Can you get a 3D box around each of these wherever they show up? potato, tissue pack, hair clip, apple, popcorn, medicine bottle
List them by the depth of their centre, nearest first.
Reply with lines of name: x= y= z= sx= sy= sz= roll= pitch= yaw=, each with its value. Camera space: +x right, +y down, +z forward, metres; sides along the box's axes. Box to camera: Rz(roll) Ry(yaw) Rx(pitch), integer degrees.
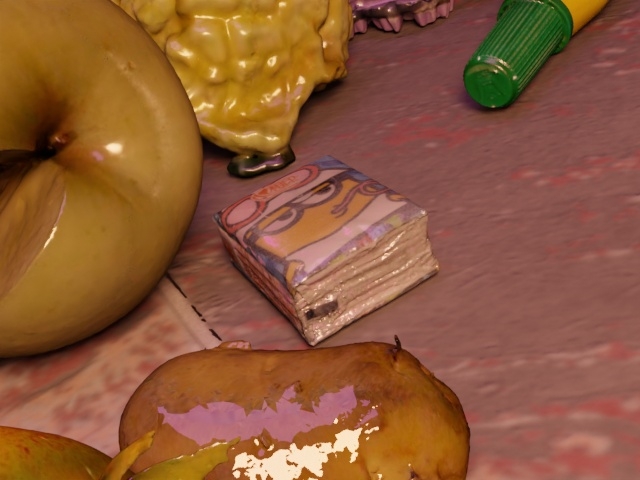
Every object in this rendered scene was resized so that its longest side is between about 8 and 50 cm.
potato: x=-0.012 y=0.113 z=0.518 sx=0.175 sy=0.137 sz=0.137 roll=2 pitch=34 yaw=7
tissue pack: x=0.000 y=0.000 z=0.762 sx=0.115 sy=0.065 sz=0.155 roll=-28 pitch=32 yaw=-16
apple: x=-0.239 y=-0.057 z=0.775 sx=0.292 sy=0.292 sz=0.254 roll=-40 pitch=21 yaw=-31
medicine bottle: x=0.220 y=-0.227 z=0.991 sx=0.111 sy=0.076 sz=0.309 roll=-2 pitch=34 yaw=38
popcorn: x=-0.105 y=-0.236 z=1.037 sx=0.293 sy=0.237 sz=0.293 roll=-12 pitch=29 yaw=7
hair clip: x=0.061 y=-0.282 z=1.178 sx=0.292 sy=0.084 sz=0.106 roll=-14 pitch=35 yaw=20

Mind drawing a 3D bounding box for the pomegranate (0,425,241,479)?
pomegranate: x=-0.126 y=0.171 z=0.393 sx=0.256 sy=0.221 sz=0.221 roll=-41 pitch=26 yaw=16
